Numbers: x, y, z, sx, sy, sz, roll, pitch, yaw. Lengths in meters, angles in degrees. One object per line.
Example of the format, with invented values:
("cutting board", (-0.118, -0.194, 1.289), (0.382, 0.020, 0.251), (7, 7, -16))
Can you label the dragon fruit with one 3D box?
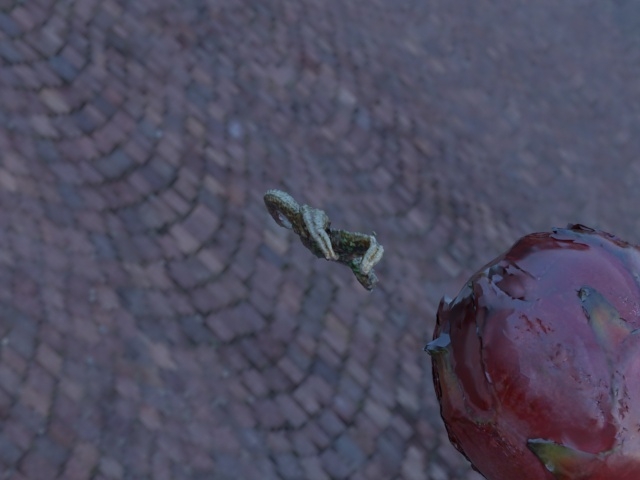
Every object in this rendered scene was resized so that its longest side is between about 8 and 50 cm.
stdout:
("dragon fruit", (0.264, 0.136, 1.740), (0.302, 0.295, 0.295), (46, 24, 8))

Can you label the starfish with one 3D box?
("starfish", (0.007, -0.007, 1.727), (0.150, 0.053, 0.209), (46, -5, -2))
